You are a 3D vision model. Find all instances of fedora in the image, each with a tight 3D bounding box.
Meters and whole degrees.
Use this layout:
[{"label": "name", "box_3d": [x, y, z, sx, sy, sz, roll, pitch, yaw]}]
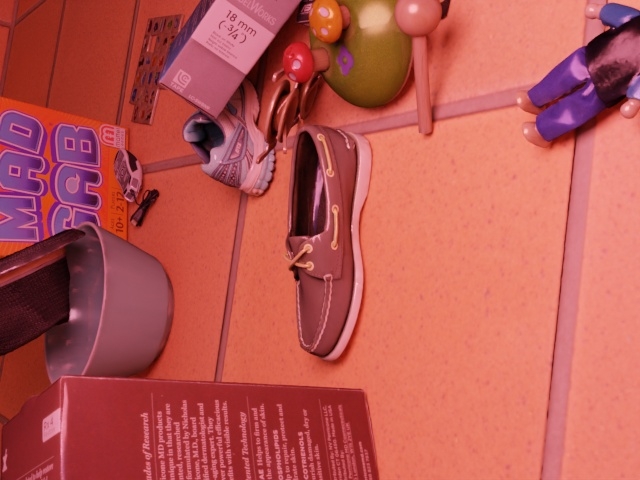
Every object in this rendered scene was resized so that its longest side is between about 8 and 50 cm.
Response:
[{"label": "fedora", "box_3d": [-0.530, 0.102, 1.414, 0.334, 0.334, 0.152, -12, 105, 54]}]

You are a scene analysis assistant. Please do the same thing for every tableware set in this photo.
[{"label": "tableware set", "box_3d": [-0.030, -0.188, 1.118, 0.194, 0.039, 0.128, -58, -15, -60]}]

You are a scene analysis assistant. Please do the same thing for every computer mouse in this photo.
[{"label": "computer mouse", "box_3d": [-0.385, -0.121, 1.696, 0.106, 0.042, 0.193, -58, 44, 35]}]

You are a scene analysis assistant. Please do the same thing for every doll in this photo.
[{"label": "doll", "box_3d": [0.264, -0.162, 0.750, 0.189, 0.046, 0.129, -32, 56, 48]}]

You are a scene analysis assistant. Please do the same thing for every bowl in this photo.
[{"label": "bowl", "box_3d": [-0.381, 0.131, 1.502, 0.311, 0.163, 0.311, -24, 60, 51]}]

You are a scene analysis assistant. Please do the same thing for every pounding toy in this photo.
[{"label": "pounding toy", "box_3d": [0.032, -0.237, 0.986, 0.237, 0.110, 0.183, 38, 134, 46]}]

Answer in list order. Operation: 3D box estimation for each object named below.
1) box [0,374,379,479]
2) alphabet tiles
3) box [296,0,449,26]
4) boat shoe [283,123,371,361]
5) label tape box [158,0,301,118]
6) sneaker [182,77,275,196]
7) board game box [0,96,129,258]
[{"label": "box", "box_3d": [-0.139, 0.247, 0.915, 0.191, 0.381, 0.143, -36, 52, 45]}, {"label": "alphabet tiles", "box_3d": [-0.362, -0.369, 1.763, 0.198, 0.009, 0.237, 19, 96, 56]}, {"label": "box", "box_3d": [0.081, -0.395, 1.077, 0.270, 0.060, 0.216, 13, 91, 56]}, {"label": "boat shoe", "box_3d": [-0.003, 0.000, 1.050, 0.109, 0.091, 0.305, -8, 73, 55]}, {"label": "label tape box", "box_3d": [-0.102, -0.375, 1.220, 0.333, 0.106, 0.240, -50, 21, 22]}, {"label": "sneaker", "box_3d": [-0.164, -0.194, 1.317, 0.110, 0.122, 0.283, -57, 39, 29]}, {"label": "board game box", "box_3d": [-0.658, -0.057, 1.789, 0.356, 0.357, 0.356, -31, 56, 48]}]
